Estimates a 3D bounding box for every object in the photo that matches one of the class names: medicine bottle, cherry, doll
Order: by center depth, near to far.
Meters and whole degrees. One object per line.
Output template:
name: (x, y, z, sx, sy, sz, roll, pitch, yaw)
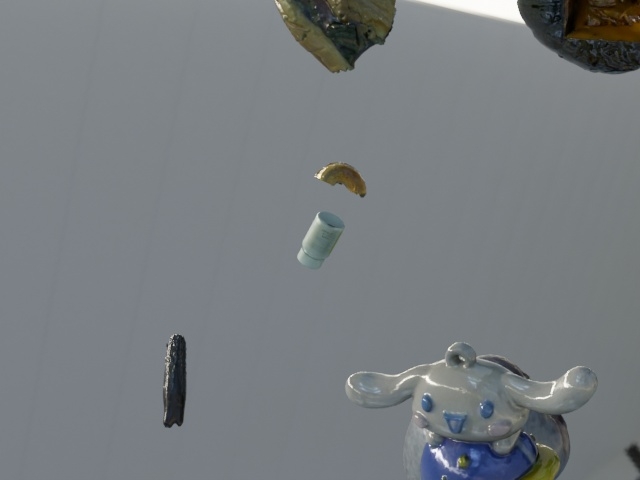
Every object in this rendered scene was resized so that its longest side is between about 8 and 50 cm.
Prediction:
doll: (0.219, 0.230, 1.280, 0.160, 0.311, 0.242, -14, -96, -53)
cherry: (0.257, 0.301, 1.611, 0.296, 0.218, 0.255, -43, -33, 7)
medicine bottle: (0.000, 0.000, 1.621, 0.047, 0.047, 0.083, -17, -39, -54)

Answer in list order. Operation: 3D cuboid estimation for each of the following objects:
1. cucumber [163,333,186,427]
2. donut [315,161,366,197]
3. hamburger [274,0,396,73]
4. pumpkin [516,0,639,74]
cucumber: (-0.210, 0.202, 1.526, 0.034, 0.033, 0.134, 77, -169, -63)
donut: (0.039, -0.101, 1.832, 0.067, 0.083, 0.038, -35, -2, -4)
hamburger: (0.018, -0.397, 1.682, 0.211, 0.132, 0.309, 45, -148, -16)
pumpkin: (0.466, -0.417, 1.697, 0.192, 0.321, 0.320, -58, -28, -46)
